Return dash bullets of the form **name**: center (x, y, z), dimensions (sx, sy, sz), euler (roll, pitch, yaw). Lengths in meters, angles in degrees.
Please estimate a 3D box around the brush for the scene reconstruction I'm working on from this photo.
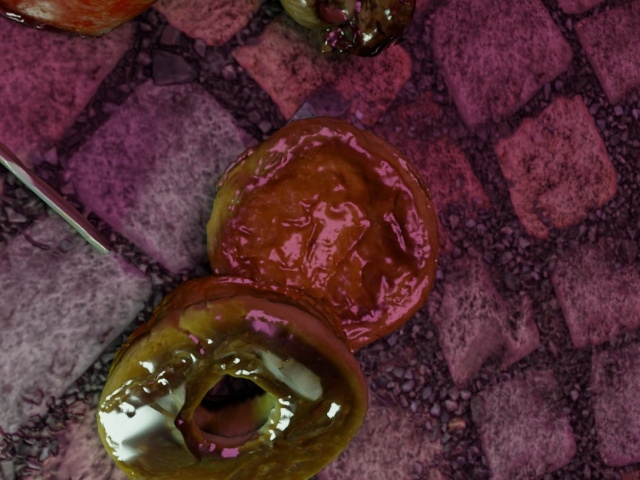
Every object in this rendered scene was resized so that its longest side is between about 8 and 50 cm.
- **brush**: center (-0.394, -0.087, 1.043), dimensions (0.321, 0.060, 0.050), euler (44, 84, -15)

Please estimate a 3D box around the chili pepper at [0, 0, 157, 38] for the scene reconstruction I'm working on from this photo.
- **chili pepper**: center (-0.264, -0.391, 1.010), dimensions (0.251, 0.305, 0.229), euler (4, 78, -36)

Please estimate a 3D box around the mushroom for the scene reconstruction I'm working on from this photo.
- **mushroom**: center (0.037, -0.397, 1.170), dimensions (0.263, 0.195, 0.283), euler (-12, 98, -59)

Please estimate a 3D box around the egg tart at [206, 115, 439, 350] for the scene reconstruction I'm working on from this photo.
- **egg tart**: center (-0.002, -0.004, 1.161), dimensions (0.341, 0.129, 0.341), euler (-1, 95, -17)

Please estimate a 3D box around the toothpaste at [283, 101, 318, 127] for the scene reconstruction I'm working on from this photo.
- **toothpaste**: center (0.064, -0.082, 1.252), dimensions (0.297, 0.048, 0.075), euler (42, 73, -13)

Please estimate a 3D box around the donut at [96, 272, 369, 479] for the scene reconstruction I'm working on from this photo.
- **donut**: center (-0.111, 0.179, 1.056), dimensions (0.330, 0.160, 0.330), euler (-5, 125, -8)
